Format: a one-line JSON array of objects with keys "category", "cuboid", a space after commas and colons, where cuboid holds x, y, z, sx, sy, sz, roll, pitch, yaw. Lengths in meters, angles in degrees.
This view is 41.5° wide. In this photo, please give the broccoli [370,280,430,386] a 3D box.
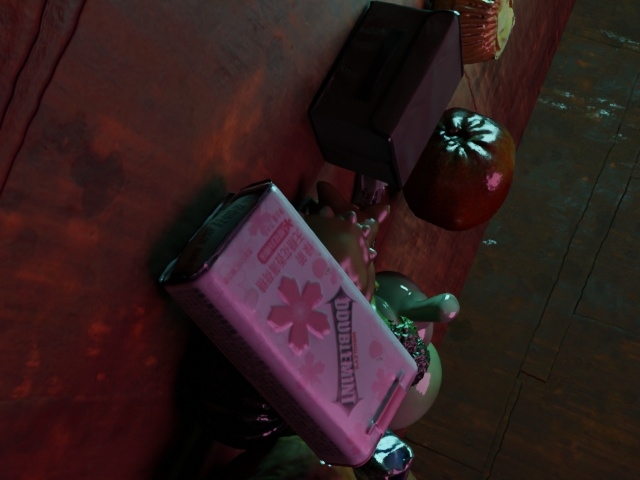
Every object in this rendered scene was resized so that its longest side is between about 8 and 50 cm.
[{"category": "broccoli", "cuboid": [0.080, 0.198, 1.660, 0.297, 0.298, 0.297, 57, 29, -68]}]

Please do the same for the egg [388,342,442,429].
[{"category": "egg", "cuboid": [0.192, 0.352, 2.139, 0.220, 0.220, 0.269, -26, 133, -64]}]

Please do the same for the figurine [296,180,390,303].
[{"category": "figurine", "cuboid": [0.003, 0.003, 1.300, 0.173, 0.177, 0.247, 57, 47, -48]}]

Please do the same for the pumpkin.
[{"category": "pumpkin", "cuboid": [-0.096, 0.198, 1.250, 0.220, 0.162, 0.220, -55, 161, -29]}]

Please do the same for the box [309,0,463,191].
[{"category": "box", "cuboid": [0.111, -0.239, 1.373, 0.252, 0.153, 0.188, -63, 159, -16]}]

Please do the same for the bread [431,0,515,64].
[{"category": "bread", "cuboid": [0.303, -0.463, 1.695, 0.240, 0.139, 0.240, -51, 151, -42]}]

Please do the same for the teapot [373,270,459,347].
[{"category": "teapot", "cuboid": [0.169, 0.147, 1.817, 0.149, 0.220, 0.318, -24, 156, -42]}]

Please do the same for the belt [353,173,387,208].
[{"category": "belt", "cuboid": [0.102, -0.158, 1.594, 0.071, 0.053, 0.232, -51, 155, -45]}]

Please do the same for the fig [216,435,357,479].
[{"category": "fig", "cuboid": [-0.122, 0.423, 1.241, 0.286, 0.369, 0.286, -172, -90, -74]}]

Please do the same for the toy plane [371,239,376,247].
[{"category": "toy plane", "cuboid": [0.081, 0.001, 1.736, 0.145, 0.037, 0.060, -55, 154, -39]}]

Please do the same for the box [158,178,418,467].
[{"category": "box", "cuboid": [-0.034, 0.111, 1.115, 0.369, 0.112, 0.190, 52, 52, -21]}]

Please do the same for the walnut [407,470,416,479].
[{"category": "walnut", "cuboid": [0.114, 0.679, 2.193, 0.253, 0.277, 0.282, -39, 134, -43]}]

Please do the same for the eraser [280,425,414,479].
[{"category": "eraser", "cuboid": [0.012, 0.337, 1.427, 0.102, 0.332, 0.155, -15, 125, -38]}]

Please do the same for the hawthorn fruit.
[{"category": "hawthorn fruit", "cuboid": [0.300, -0.138, 1.883, 0.254, 0.254, 0.300, -60, 163, -26]}]
